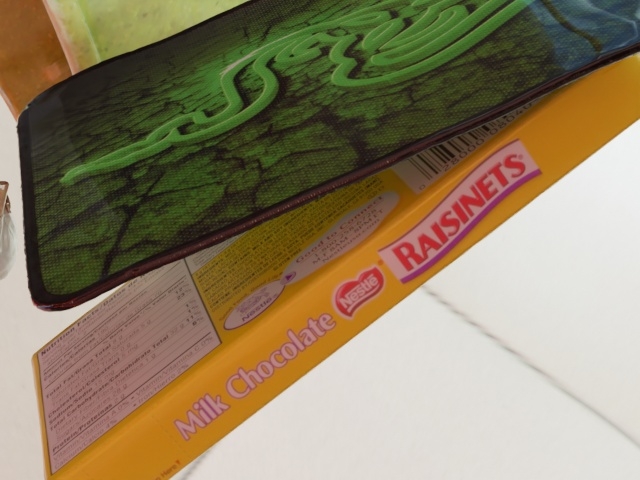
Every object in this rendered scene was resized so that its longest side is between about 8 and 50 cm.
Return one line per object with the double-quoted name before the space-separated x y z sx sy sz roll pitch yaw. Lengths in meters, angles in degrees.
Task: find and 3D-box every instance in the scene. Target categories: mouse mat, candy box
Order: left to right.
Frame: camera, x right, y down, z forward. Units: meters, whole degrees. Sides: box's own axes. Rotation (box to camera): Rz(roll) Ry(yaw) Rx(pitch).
"mouse mat" -0.004 -0.051 0.469 0.190 0.007 0.152 -23 29 -1
"candy box" 0.000 0.000 0.476 0.206 0.105 0.027 -37 109 1

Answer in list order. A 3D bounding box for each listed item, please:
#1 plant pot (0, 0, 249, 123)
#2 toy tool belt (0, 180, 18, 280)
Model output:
"plant pot" -0.049 -0.181 0.726 0.254 0.276 0.276 -27 71 -15
"toy tool belt" -0.182 -0.005 0.716 0.083 0.051 0.052 -13 57 -10
